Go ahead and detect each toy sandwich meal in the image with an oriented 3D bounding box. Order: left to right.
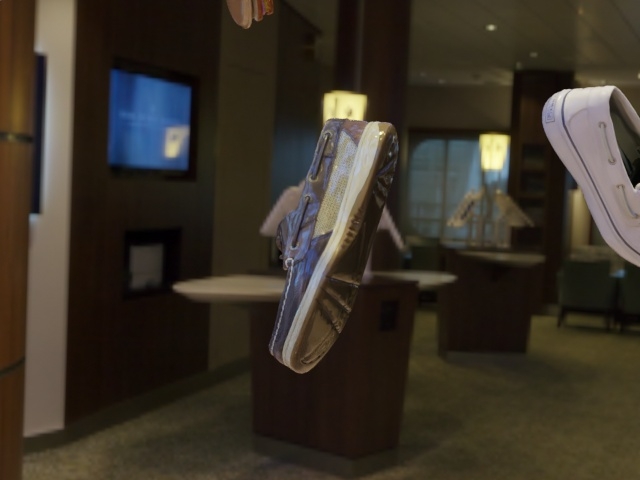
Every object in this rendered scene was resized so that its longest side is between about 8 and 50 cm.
[{"bbox_3d":[-0.076,-0.258,1.041,0.029,0.086,0.085,-16,9,-17],"label":"toy sandwich meal"}]

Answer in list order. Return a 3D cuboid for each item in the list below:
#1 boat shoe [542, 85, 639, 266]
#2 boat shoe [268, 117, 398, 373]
[{"bbox_3d":[0.293,-0.051,0.945,0.226,0.083,0.076,43,-29,-27],"label":"boat shoe"},{"bbox_3d":[0.000,-0.001,0.850,0.073,0.224,0.080,16,-12,23],"label":"boat shoe"}]
